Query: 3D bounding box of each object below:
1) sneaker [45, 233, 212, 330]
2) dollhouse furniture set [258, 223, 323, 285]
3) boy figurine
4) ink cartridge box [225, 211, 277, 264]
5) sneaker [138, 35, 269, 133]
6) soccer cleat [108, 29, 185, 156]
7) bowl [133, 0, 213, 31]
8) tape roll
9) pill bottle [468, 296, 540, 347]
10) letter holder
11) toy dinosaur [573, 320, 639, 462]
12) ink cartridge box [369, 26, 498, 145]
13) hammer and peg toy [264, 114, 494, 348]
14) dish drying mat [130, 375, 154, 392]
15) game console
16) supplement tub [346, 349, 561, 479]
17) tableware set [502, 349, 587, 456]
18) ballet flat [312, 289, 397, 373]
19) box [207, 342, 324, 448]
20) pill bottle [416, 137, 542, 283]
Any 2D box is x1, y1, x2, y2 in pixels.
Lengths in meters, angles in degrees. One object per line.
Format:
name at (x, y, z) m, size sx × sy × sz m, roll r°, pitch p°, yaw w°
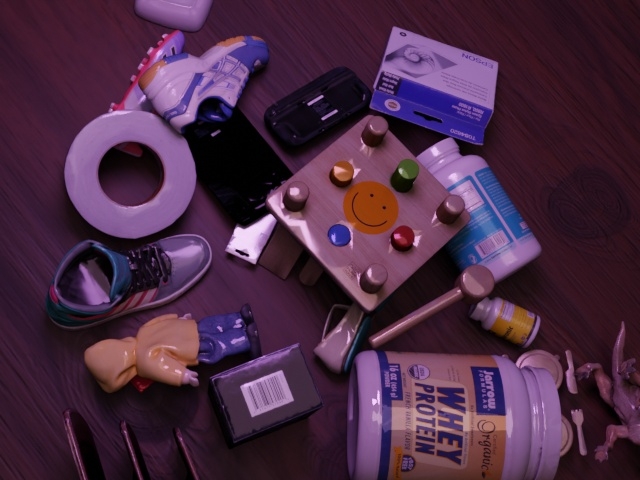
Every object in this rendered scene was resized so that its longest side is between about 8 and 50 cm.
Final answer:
sneaker at (-0.317, 0.049, 1.526) m, size 0.295 × 0.178 × 0.124 m, roll -24°, pitch 80°, yaw -14°
dollhouse furniture set at (0.000, 0.000, 1.664) m, size 0.144 × 0.123 × 0.151 m, roll 33°, pitch 38°, yaw 1°
boy figurine at (-0.240, 0.186, 1.523) m, size 0.285 × 0.092 × 0.177 m, roll -14°, pitch 34°, yaw -11°
ink cartridge box at (-0.120, -0.017, 1.650) m, size 0.063 × 0.029 × 0.115 m, roll 25°, pitch 74°, yaw -1°
sneaker at (-0.185, -0.270, 1.638) m, size 0.296 × 0.112 × 0.131 m, roll -31°, pitch 88°, yaw -43°
soccer cleat at (-0.304, -0.266, 1.671) m, size 0.095 × 0.083 × 0.248 m, roll 35°, pitch 73°, yaw -14°
bowl at (-0.271, -0.473, 1.740) m, size 0.142 × 0.053 × 0.142 m, roll 15°, pitch 74°, yaw -5°
tape roll at (-0.327, -0.114, 1.587) m, size 0.219 × 0.072 × 0.219 m, roll -1°, pitch 95°, yaw -15°
pill bottle at (0.327, 0.140, 1.653) m, size 0.116 × 0.065 × 0.065 m, roll 26°, pitch 73°, yaw 0°
letter holder at (-0.274, 0.333, 1.391) m, size 0.152 × 0.302 × 0.214 m, roll -20°, pitch 78°, yaw -13°
toy dinosaur at (0.560, 0.300, 1.613) m, size 0.200 × 0.127 × 0.295 m, roll 25°, pitch 41°, yaw -36°
ink cartridge box at (0.215, -0.291, 1.714) m, size 0.223 × 0.045 × 0.224 m, roll 18°, pitch 46°, yaw -3°
hammer and peg toy at (0.113, -0.006, 1.518) m, size 0.266 × 0.127 × 0.361 m, roll -40°, pitch 82°, yaw -19°
dish drying mat at (-0.319, 0.217, 1.569) m, size 0.032 × 0.008 × 0.083 m, roll -41°, pitch 84°, yaw -17°
game console at (-0.059, -0.195, 1.687) m, size 0.361 × 0.044 × 0.213 m, roll -33°, pitch 72°, yaw -16°
supplement tub at (0.208, 0.296, 1.501) m, size 0.316 × 0.228 × 0.228 m, roll 2°, pitch 75°, yaw -4°
tableware set at (0.392, 0.291, 1.638) m, size 0.128 × 0.039 × 0.194 m, roll -4°, pitch 70°, yaw 3°
ballet flat at (0.067, 0.114, 1.621) m, size 0.086 × 0.086 × 0.248 m, roll 32°, pitch 74°, yaw 1°
box at (-0.094, 0.254, 1.488) m, size 0.153 × 0.207 × 0.108 m, roll -20°, pitch 79°, yaw -14°
pill bottle at (0.268, -0.050, 1.654) m, size 0.146 × 0.146 × 0.264 m, roll -28°, pitch 81°, yaw -14°
